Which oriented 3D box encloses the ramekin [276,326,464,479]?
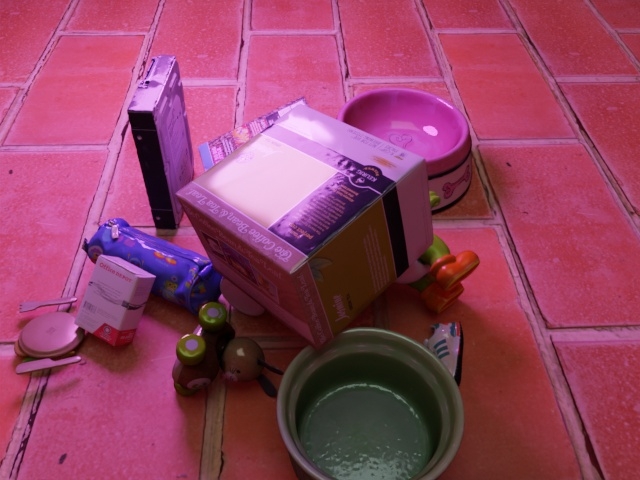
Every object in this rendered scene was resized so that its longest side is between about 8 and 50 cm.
[{"bbox_3d":[0.079,0.312,1.016,0.304,0.148,0.303,1,46,-1],"label":"ramekin"}]

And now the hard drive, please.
[{"bbox_3d":[-0.360,-0.225,1.398,0.064,0.338,0.236,2,45,1],"label":"hard drive"}]

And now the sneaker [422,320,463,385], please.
[{"bbox_3d":[0.238,0.228,1.177,0.076,0.057,0.161,-2,45,21],"label":"sneaker"}]

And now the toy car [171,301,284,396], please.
[{"bbox_3d":[-0.161,0.231,1.102,0.189,0.155,0.149,25,49,5],"label":"toy car"}]

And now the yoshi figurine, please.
[{"bbox_3d":[0.180,-0.024,1.305,0.362,0.203,0.203,42,97,22],"label":"yoshi figurine"}]

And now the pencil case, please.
[{"bbox_3d":[-0.353,0.047,1.277,0.306,0.133,0.119,23,49,19],"label":"pencil case"}]

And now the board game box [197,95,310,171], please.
[{"bbox_3d":[-0.116,-0.170,1.423,0.291,0.141,0.232,-25,49,3],"label":"board game box"}]

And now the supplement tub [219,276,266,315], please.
[{"bbox_3d":[-0.119,0.059,1.281,0.117,0.117,0.190,21,50,18],"label":"supplement tub"}]

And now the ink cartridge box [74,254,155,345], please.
[{"bbox_3d":[-0.410,0.117,1.195,0.109,0.063,0.150,23,94,20],"label":"ink cartridge box"}]

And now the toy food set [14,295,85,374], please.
[{"bbox_3d":[-0.542,0.195,1.201,0.133,0.038,0.192,-7,41,-18],"label":"toy food set"}]

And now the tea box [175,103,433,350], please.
[{"bbox_3d":[-0.022,-0.040,1.102,0.324,0.219,0.329,-39,49,-22],"label":"tea box"}]

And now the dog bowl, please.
[{"bbox_3d":[0.207,-0.251,1.570,0.409,0.150,0.407,1,46,-1],"label":"dog bowl"}]
